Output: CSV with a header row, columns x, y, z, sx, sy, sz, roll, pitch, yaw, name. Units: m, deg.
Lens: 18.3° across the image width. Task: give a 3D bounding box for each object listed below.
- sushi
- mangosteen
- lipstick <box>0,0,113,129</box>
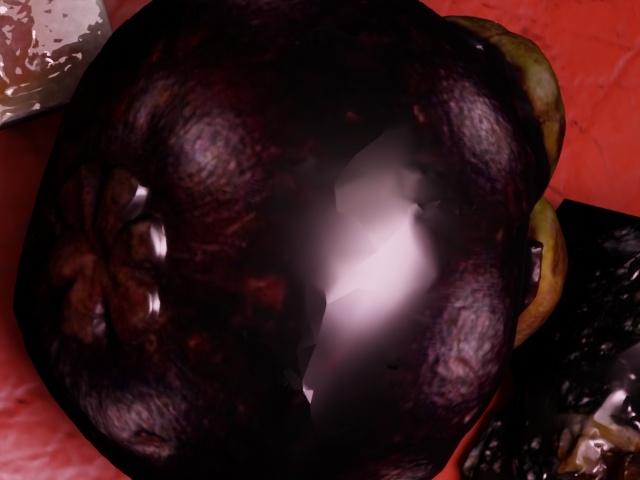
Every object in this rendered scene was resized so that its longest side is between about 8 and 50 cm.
x,y,z,sx,sy,sz,roll,pitch,yaw,name
0.206,0.135,1.058,0.212,0.215,0.227,-51,126,-15,sushi
-0.005,-0.001,0.946,0.233,0.287,0.288,14,76,15,mangosteen
-0.277,-0.051,0.913,0.371,0.076,0.080,-19,94,-25,lipstick
